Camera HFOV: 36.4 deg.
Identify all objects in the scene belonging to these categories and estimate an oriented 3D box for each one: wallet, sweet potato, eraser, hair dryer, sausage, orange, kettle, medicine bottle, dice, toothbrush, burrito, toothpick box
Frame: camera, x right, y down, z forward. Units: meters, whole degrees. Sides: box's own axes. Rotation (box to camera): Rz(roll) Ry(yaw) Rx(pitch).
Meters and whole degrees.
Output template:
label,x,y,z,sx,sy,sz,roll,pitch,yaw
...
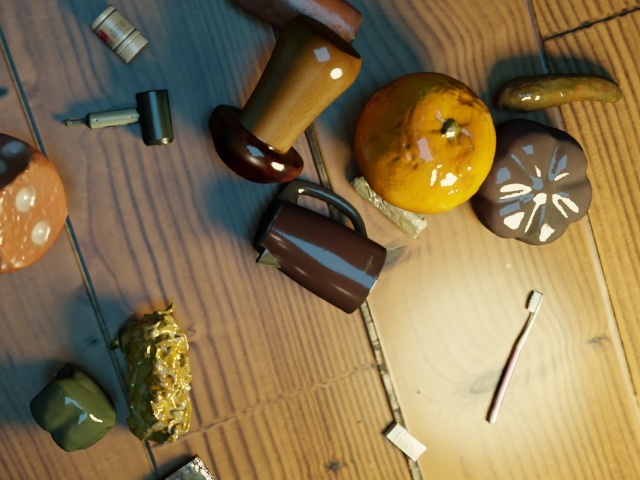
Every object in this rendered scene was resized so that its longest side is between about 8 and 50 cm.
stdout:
label,x,y,z,sx,sy,sz,roll,pitch,yaw
wallet,-0.275,0.497,1.861,0.166,0.030,0.111,-34,106,-4
sweet potato,0.472,-0.294,1.906,0.273,0.075,0.075,-7,97,-15
eraser,0.170,0.401,1.943,0.083,0.019,0.038,43,88,-12
hair dryer,-0.369,-0.215,1.762,0.197,0.057,0.100,-6,97,-2
sausage,-0.052,-0.432,1.763,0.259,0.113,0.113,29,90,-14
orange,0.190,-0.177,1.772,0.261,0.261,0.261,-1,96,-11
kettle,0.000,0.000,1.812,0.232,0.144,0.202,30,70,-10
medicine bottle,-0.359,-0.368,1.736,0.091,0.058,0.058,44,87,-12
dice,-0.545,-0.065,1.636,0.174,0.175,0.179,20,137,21
toothbrush,0.392,0.238,1.969,0.025,0.020,0.286,20,91,-4
burrito,0.134,-0.071,1.872,0.171,0.042,0.051,43,117,-7
toothpick box,-0.064,-0.239,1.714,0.192,0.192,0.294,34,108,-13

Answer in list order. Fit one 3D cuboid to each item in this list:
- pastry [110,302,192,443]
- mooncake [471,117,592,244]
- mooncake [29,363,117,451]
label,x,y,z,sx,sy,sz,roll,pitch,yaw
pastry,-0.304,0.243,1.781,0.102,0.154,0.250,-6,92,-39
mooncake,0.405,-0.113,1.882,0.245,0.133,0.245,-2,104,-10
mooncake,-0.447,0.294,1.735,0.104,0.175,0.168,-37,64,1
